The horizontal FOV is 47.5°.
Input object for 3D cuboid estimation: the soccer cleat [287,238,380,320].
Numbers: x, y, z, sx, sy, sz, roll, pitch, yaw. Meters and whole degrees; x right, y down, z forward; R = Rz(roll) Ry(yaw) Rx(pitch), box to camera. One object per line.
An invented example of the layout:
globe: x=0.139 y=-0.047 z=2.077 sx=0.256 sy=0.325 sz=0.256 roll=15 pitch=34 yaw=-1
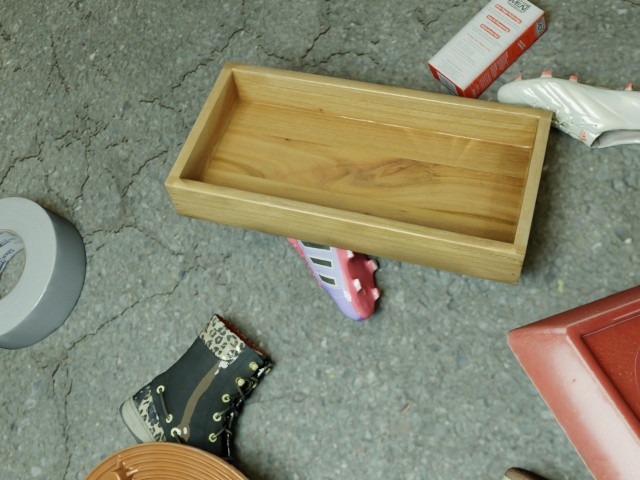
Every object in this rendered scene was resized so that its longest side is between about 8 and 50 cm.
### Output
soccer cleat: x=0.000 y=0.000 z=0.918 sx=0.095 sy=0.083 sz=0.248 roll=-30 pitch=60 yaw=20

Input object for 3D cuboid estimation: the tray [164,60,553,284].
tray: x=0.047 y=-0.089 z=0.867 sx=0.410 sy=0.076 sz=0.203 roll=12 pitch=60 yaw=13

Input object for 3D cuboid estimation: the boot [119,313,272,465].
boot: x=-0.116 y=0.218 z=0.879 sx=0.236 sy=0.085 sz=0.178 roll=40 pitch=86 yaw=27

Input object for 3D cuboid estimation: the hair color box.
hair color box: x=0.216 y=-0.252 z=0.940 sx=0.141 sy=0.043 sz=0.072 roll=-44 pitch=62 yaw=3

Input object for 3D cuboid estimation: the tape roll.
tape roll: x=-0.461 y=0.049 z=1.084 sx=0.219 sy=0.072 sz=0.219 roll=-7 pitch=69 yaw=20

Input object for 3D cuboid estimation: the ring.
ring: x=-0.168 y=0.393 z=0.804 sx=0.336 sy=0.032 sz=0.337 roll=0 pitch=90 yaw=25

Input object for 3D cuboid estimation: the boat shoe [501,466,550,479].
boat shoe: x=0.270 y=0.321 z=0.681 sx=0.257 sy=0.095 sz=0.095 roll=31 pitch=91 yaw=28

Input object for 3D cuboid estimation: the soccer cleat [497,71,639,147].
soccer cleat: x=0.303 y=-0.149 z=0.857 sx=0.196 sy=0.068 sz=0.076 roll=11 pitch=79 yaw=22

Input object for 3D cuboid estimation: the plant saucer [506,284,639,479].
plant saucer: x=0.340 y=0.147 z=0.657 sx=0.258 sy=0.048 sz=0.259 roll=-14 pitch=58 yaw=-25
